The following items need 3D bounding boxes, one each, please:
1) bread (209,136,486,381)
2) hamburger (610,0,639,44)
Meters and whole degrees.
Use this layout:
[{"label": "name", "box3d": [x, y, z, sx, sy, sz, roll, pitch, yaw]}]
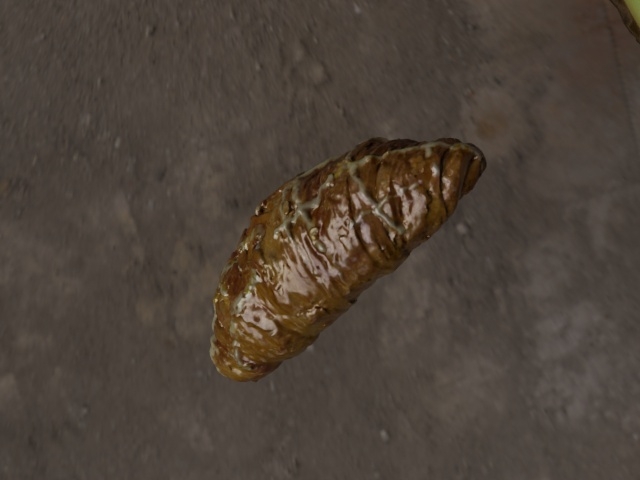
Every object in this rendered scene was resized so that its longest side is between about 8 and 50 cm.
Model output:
[{"label": "bread", "box3d": [0.000, 0.000, 0.903, 0.076, 0.105, 0.233, 41, 123, -14]}, {"label": "hamburger", "box3d": [0.162, -0.111, 0.306, 0.237, 0.149, 0.237, -1, 81, 4]}]
